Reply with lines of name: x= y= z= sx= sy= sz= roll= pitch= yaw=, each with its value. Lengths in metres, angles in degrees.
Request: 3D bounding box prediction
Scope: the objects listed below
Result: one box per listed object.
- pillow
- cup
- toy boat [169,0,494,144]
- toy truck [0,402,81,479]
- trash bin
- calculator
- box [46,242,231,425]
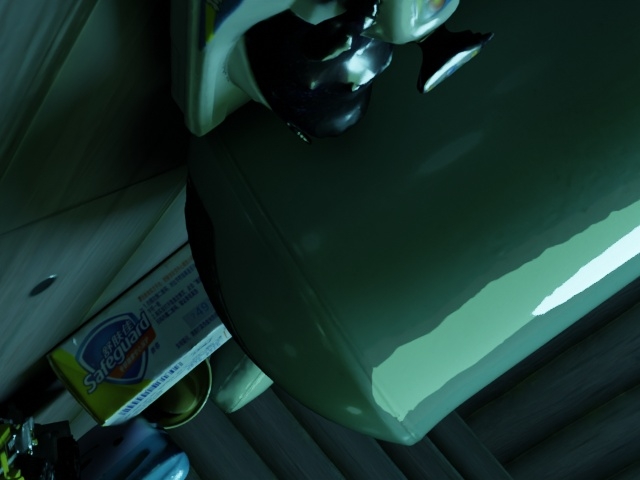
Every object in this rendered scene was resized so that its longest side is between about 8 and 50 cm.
pillow: x=-0.066 y=0.116 z=1.413 sx=0.322 sy=0.119 sz=0.255 roll=-53 pitch=-175 yaw=-3
cup: x=-0.242 y=0.204 z=1.285 sx=0.176 sy=0.131 sz=0.155 roll=-10 pitch=173 yaw=-6
toy boat: x=0.001 y=-0.119 z=0.421 sx=0.140 sy=0.141 sz=0.269 roll=-39 pitch=-173 yaw=-17
toy truck: x=-0.326 y=0.228 z=0.920 sx=0.136 sy=0.111 sz=0.286 roll=-8 pitch=179 yaw=-6
trash bin: x=0.114 y=-0.055 z=0.641 sx=0.432 sy=0.280 sz=0.280 roll=-33 pitch=174 yaw=1
calculator: x=-0.247 y=0.275 z=1.025 sx=0.173 sy=0.051 sz=0.293 roll=-40 pitch=-165 yaw=-17
box: x=-0.162 y=0.091 z=1.011 sx=0.265 sy=0.097 sz=0.168 roll=-39 pitch=174 yaw=-9
